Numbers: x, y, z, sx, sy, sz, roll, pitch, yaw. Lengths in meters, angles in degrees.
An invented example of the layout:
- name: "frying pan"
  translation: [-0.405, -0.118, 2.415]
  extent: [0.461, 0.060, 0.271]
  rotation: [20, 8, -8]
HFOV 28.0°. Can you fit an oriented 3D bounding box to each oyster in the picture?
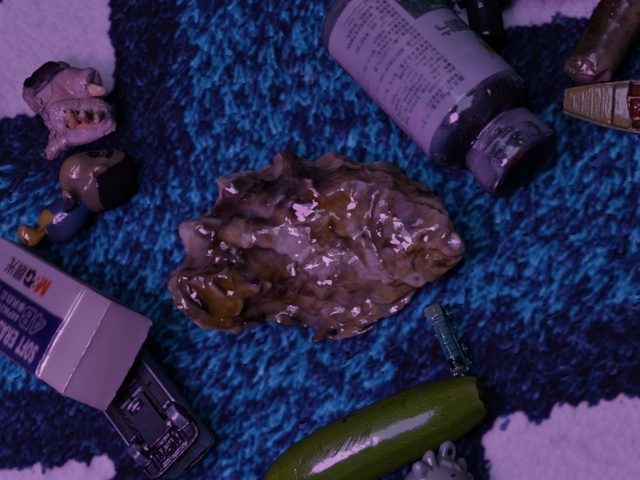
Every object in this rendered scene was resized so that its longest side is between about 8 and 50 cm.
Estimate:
- name: "oyster"
  translation: [-0.001, 0.000, 1.504]
  extent: [0.351, 0.115, 0.238]
  rotation: [3, 78, 18]

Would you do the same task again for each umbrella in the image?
- name: "umbrella"
  translation: [0.181, -0.393, 1.570]
  extent: [0.073, 0.067, 0.337]
  rotation: [-20, 70, 37]

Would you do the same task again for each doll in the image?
- name: "doll"
  translation: [-0.310, -0.059, 1.629]
  extent: [0.179, 0.102, 0.089]
  rotation: [-34, 100, -12]

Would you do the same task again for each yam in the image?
- name: "yam"
  translation: [0.388, -0.313, 1.485]
  extent: [0.067, 0.071, 0.317]
  rotation: [33, 86, 21]

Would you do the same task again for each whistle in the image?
- name: "whistle"
  translation: [0.115, 0.341, 1.385]
  extent: [0.101, 0.106, 0.253]
  rotation: [16, 80, -14]

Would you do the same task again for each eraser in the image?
- name: "eraser"
  translation: [-0.329, 0.094, 1.549]
  extent: [0.279, 0.081, 0.124]
  rotation: [22, 82, 46]

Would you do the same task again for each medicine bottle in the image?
- name: "medicine bottle"
  translation: [0.140, -0.181, 1.490]
  extent: [0.141, 0.141, 0.293]
  rotation: [-43, 68, 4]

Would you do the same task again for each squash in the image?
- name: "squash"
  translation: [0.056, 0.229, 1.447]
  extent: [0.292, 0.082, 0.082]
  rotation: [-28, 70, 9]

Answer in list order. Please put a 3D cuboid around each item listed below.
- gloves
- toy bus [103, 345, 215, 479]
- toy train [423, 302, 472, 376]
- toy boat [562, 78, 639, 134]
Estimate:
- name: "gloves"
  translation: [-0.324, -0.172, 1.661]
  extent: [0.110, 0.094, 0.144]
  rotation: [-25, 52, -1]
- name: "toy bus"
  translation: [-0.207, 0.194, 1.531]
  extent: [0.087, 0.089, 0.194]
  rotation: [-46, 62, 6]
- name: "toy train"
  translation: [0.147, 0.114, 1.467]
  extent: [0.029, 0.045, 0.092]
  rotation: [-26, 68, 12]
- name: "toy boat"
  translation: [0.363, -0.153, 1.454]
  extent: [0.172, 0.066, 0.065]
  rotation: [4, 81, 19]
